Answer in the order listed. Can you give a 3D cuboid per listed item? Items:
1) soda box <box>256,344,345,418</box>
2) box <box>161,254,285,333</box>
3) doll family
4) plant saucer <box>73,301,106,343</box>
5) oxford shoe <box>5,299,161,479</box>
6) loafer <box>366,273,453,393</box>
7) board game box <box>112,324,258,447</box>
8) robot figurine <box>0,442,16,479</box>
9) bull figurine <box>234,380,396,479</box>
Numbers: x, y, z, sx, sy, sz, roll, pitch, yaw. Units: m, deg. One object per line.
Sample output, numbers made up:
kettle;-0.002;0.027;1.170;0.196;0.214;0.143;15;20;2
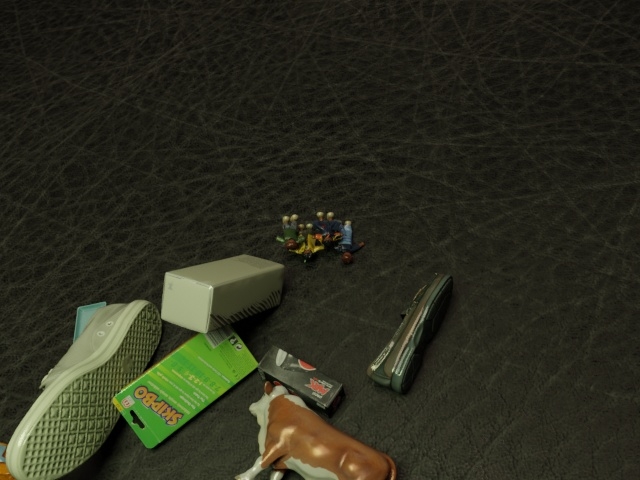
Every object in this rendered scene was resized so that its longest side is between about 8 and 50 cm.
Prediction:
soda box;-0.038;0.269;1.265;0.169;0.053;0.060;24;59;27
box;-0.184;0.098;1.306;0.113;0.094;0.275;14;12;25
doll family;0.000;0.000;1.467;0.193;0.076;0.111;-8;45;1
plant saucer;-0.500;0.220;1.426;0.067;0.018;0.192;-12;49;2
oxford shoe;-0.448;0.270;1.242;0.130;0.169;0.449;-1;31;15
loafer;0.176;0.166;1.283;0.084;0.096;0.267;14;57;29
board game box;-0.259;0.272;1.276;0.259;0.039;0.124;-36;96;-20
robot figurine;-0.633;0.422;1.178;0.291;0.211;0.085;3;38;5
bull figurine;-0.027;0.376;1.146;0.310;0.101;0.188;20;62;28
